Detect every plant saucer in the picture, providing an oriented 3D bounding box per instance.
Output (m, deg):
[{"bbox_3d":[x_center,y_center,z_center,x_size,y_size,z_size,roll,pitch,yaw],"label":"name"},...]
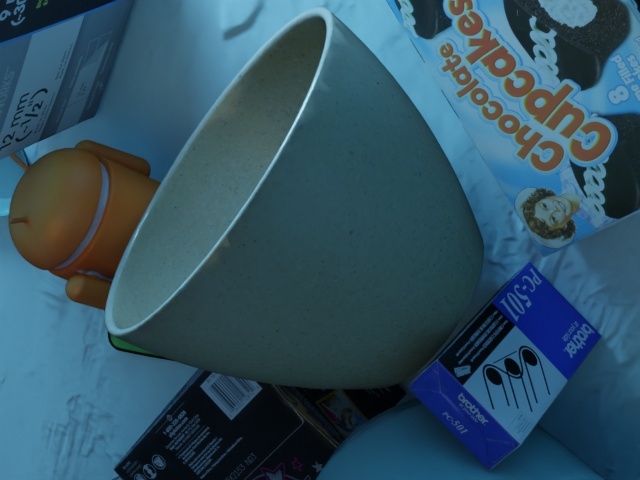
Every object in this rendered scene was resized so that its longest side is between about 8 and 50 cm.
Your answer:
[{"bbox_3d":[-0.360,-0.085,1.588,0.119,0.021,0.119,13,118,26],"label":"plant saucer"}]

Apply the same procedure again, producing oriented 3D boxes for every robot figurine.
[{"bbox_3d":[-0.211,-0.014,1.424,0.128,0.219,0.158,16,83,54],"label":"robot figurine"}]

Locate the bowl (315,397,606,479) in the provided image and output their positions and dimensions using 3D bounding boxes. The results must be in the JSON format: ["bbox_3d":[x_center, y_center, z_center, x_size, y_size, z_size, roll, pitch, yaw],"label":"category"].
[{"bbox_3d":[0.112,0.256,1.320,0.311,0.311,0.163,-60,40,35],"label":"bowl"}]

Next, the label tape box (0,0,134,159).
[{"bbox_3d":[-0.314,-0.184,1.311,0.115,0.347,0.249,35,125,12],"label":"label tape box"}]

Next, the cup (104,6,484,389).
[{"bbox_3d":[0.000,0.000,1.267,0.237,0.331,0.331,34,129,-18],"label":"cup"}]

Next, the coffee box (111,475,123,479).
[{"bbox_3d":[-0.222,0.376,1.550,0.119,0.297,0.168,-27,96,33],"label":"coffee box"}]

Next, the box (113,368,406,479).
[{"bbox_3d":[-0.064,0.191,1.469,0.163,0.142,0.247,46,125,6],"label":"box"}]

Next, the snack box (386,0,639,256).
[{"bbox_3d":[0.186,-0.163,1.208,0.187,0.060,0.322,-29,96,37],"label":"snack box"}]

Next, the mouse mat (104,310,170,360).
[{"bbox_3d":[-0.175,0.043,1.549,0.152,0.007,0.190,8,116,27],"label":"mouse mat"}]

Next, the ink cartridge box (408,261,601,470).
[{"bbox_3d":[0.164,0.103,1.253,0.097,0.207,0.046,46,126,4],"label":"ink cartridge box"}]
